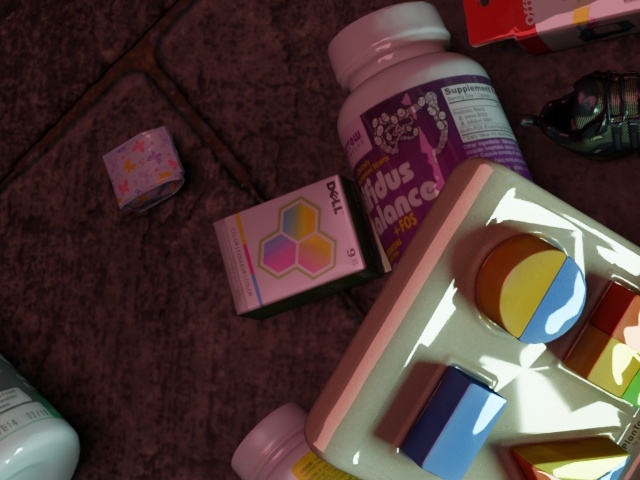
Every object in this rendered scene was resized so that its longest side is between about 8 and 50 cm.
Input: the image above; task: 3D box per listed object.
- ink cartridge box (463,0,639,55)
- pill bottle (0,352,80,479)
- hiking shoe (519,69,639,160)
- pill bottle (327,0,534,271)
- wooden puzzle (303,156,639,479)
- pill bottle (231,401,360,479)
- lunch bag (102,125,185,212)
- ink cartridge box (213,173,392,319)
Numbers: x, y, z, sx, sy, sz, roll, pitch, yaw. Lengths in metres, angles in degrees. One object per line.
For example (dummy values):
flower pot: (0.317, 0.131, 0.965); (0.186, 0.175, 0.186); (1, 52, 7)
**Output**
ink cartridge box: (0.264, -0.274, 1.812); (0.231, 0.078, 0.134); (-11, 78, 19)
pill bottle: (-0.453, 0.169, 1.953); (0.361, 0.204, 0.204); (42, 98, 20)
hiking shoe: (0.303, -0.125, 1.714); (0.227, 0.114, 0.086); (-19, 71, 49)
pill bottle: (0.116, -0.083, 1.792); (0.169, 0.169, 0.301); (-26, 74, 16)
wooden puzzle: (0.206, 0.136, 1.674); (0.348, 0.080, 0.322); (29, 95, -21)
pill bottle: (0.013, 0.270, 1.806); (0.208, 0.119, 0.119); (44, 99, 20)
lunch bag: (-0.191, -0.079, 1.972); (0.083, 0.053, 0.071); (-31, 70, 24)
ink cartridge box: (0.000, 0.000, 1.881); (0.209, 0.062, 0.109); (-20, 75, 17)
